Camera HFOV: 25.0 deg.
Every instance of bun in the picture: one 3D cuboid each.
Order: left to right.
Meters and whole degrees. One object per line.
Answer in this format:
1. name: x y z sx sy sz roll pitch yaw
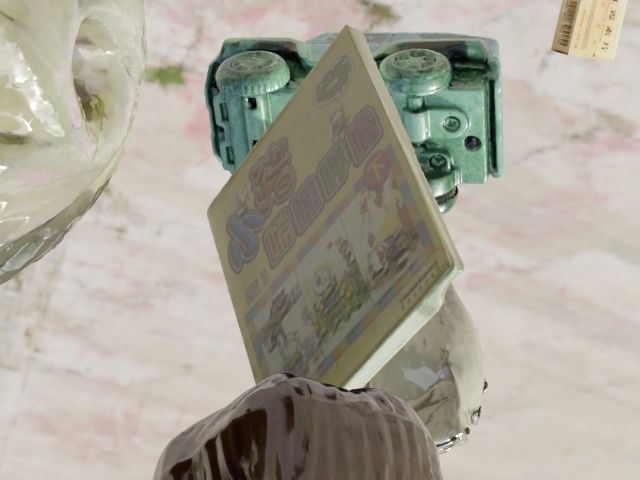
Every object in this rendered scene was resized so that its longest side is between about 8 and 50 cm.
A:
1. bun: -0.125 -0.068 0.501 0.128 0.193 0.178 21 164 15

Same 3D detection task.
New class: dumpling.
1. dumpling: 0.049 0.095 1.218 0.173 0.247 0.142 -10 118 6

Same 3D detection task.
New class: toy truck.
1. toy truck: 0.033 -0.116 1.354 0.279 0.156 0.155 2 121 14

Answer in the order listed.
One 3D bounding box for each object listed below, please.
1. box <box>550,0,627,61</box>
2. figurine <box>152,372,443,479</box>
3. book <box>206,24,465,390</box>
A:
1. box: 0.165 -0.154 0.849 0.015 0.093 0.058 19 -166 35
2. figurine: -0.050 0.179 0.584 0.187 0.168 0.315 31 119 1
3. book: 0.000 0.000 0.817 0.013 0.192 0.168 14 130 -35
